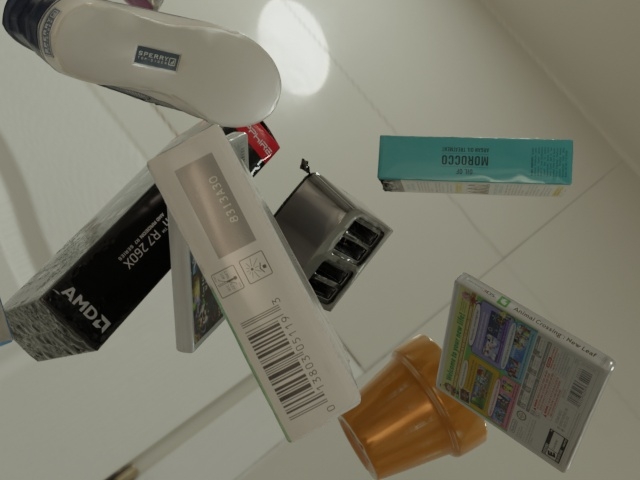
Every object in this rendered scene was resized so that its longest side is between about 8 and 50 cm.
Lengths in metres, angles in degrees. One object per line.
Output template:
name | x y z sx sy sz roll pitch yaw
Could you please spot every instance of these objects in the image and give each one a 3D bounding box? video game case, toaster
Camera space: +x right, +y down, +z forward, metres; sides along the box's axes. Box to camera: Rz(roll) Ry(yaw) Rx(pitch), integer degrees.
video game case | -0.112 -0.004 0.868 0.022 0.173 0.191 5 -71 15
video game case | 0.229 0.158 0.978 0.193 0.023 0.212 32 -37 27
toaster | 0.000 0.000 1.240 0.110 0.185 0.168 41 -84 34

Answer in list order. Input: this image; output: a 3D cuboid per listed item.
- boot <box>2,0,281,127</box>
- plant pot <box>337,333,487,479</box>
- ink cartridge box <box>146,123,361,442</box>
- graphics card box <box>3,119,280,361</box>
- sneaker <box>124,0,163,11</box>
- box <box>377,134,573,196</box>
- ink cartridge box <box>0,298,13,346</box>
boot | -0.118 -0.132 0.581 0.086 0.190 0.069 31 -77 42
plant pot | 0.137 0.288 1.364 0.205 0.188 0.205 57 -12 19
ink cartridge box | -0.039 0.024 0.572 0.181 0.056 0.224 62 -3 0
graphics card box | -0.235 -0.012 1.071 0.094 0.371 0.232 50 -34 -17
sneaker | -0.166 -0.346 0.865 0.095 0.104 0.236 41 -28 7
box | 0.201 -0.097 1.098 0.244 0.100 0.060 3 -96 10
ink cartridge box | -0.376 0.090 0.690 0.231 0.134 0.078 -24 -96 40
